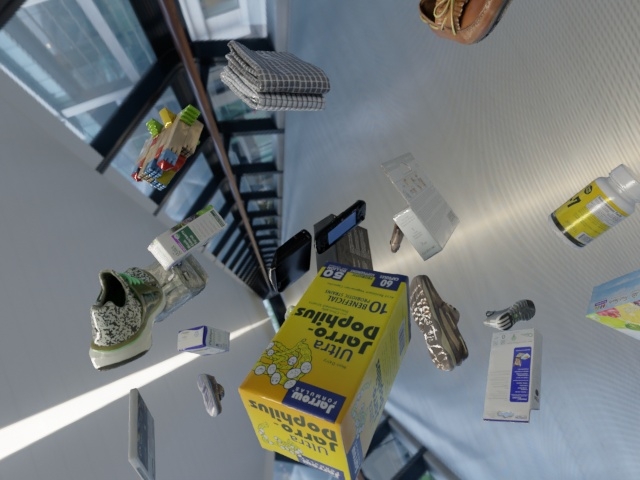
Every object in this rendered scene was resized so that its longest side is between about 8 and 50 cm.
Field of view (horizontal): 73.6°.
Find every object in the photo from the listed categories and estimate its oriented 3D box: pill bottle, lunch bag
[{"bbox_3d":[0.697,-0.084,1.073,0.208,0.119,0.119,-50,55,36],"label":"pill bottle"},{"bbox_3d":[-0.610,0.187,1.667,0.213,0.305,0.256,54,-176,-12],"label":"lunch bag"}]

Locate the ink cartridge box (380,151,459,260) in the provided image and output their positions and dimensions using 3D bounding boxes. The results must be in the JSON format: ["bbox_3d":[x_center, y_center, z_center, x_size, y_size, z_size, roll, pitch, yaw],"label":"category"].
[{"bbox_3d":[0.243,-0.098,1.084,0.239,0.060,0.275,53,-149,2],"label":"ink cartridge box"}]

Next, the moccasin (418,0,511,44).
[{"bbox_3d":[0.334,-0.571,1.033,0.146,0.139,0.380,25,-155,-17],"label":"moccasin"}]

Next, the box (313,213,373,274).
[{"bbox_3d":[0.081,0.065,1.439,0.184,0.103,0.262,23,-130,-40],"label":"box"}]

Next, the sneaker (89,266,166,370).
[{"bbox_3d":[-0.497,0.137,1.095,0.410,0.157,0.182,-129,31,-62],"label":"sneaker"}]

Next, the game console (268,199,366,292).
[{"bbox_3d":[0.000,0.000,1.215,0.044,0.361,0.213,45,160,18],"label":"game console"}]

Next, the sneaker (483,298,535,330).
[{"bbox_3d":[0.737,0.289,1.702,0.132,0.228,0.086,-14,90,61],"label":"sneaker"}]

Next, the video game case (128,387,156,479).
[{"bbox_3d":[-0.456,0.506,1.097,0.190,0.022,0.173,-117,20,-47],"label":"video game case"}]

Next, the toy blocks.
[{"bbox_3d":[-0.605,-0.322,1.652,0.190,0.381,0.261,34,-127,-37],"label":"toy blocks"}]

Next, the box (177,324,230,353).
[{"bbox_3d":[-0.413,0.359,1.522,0.137,0.126,0.072,35,-135,-51],"label":"box"}]

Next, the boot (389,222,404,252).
[{"bbox_3d":[0.242,-0.018,1.327,0.042,0.118,0.087,18,124,18],"label":"boot"}]

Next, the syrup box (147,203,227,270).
[{"bbox_3d":[-0.428,-0.013,1.394,0.093,0.237,0.096,52,137,-4],"label":"syrup box"}]

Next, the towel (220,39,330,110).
[{"bbox_3d":[-0.136,-0.488,1.268,0.284,0.234,0.121,49,139,37],"label":"towel"}]

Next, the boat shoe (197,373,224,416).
[{"bbox_3d":[-0.372,0.533,1.498,0.183,0.066,0.066,48,121,46],"label":"boat shoe"}]

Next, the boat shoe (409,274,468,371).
[{"bbox_3d":[0.435,0.293,1.575,0.132,0.130,0.356,-36,70,65],"label":"boat shoe"}]

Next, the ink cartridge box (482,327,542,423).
[{"bbox_3d":[0.657,0.465,1.457,0.065,0.333,0.165,40,145,-23],"label":"ink cartridge box"}]

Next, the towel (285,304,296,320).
[{"bbox_3d":[0.014,0.424,1.371,0.090,0.320,0.375,-26,49,45],"label":"towel"}]

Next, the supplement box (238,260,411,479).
[{"bbox_3d":[0.035,0.233,0.841,0.194,0.357,0.195,9,130,26],"label":"supplement box"}]

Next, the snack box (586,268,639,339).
[{"bbox_3d":[0.591,0.128,0.702,0.207,0.070,0.174,23,163,10],"label":"snack box"}]
